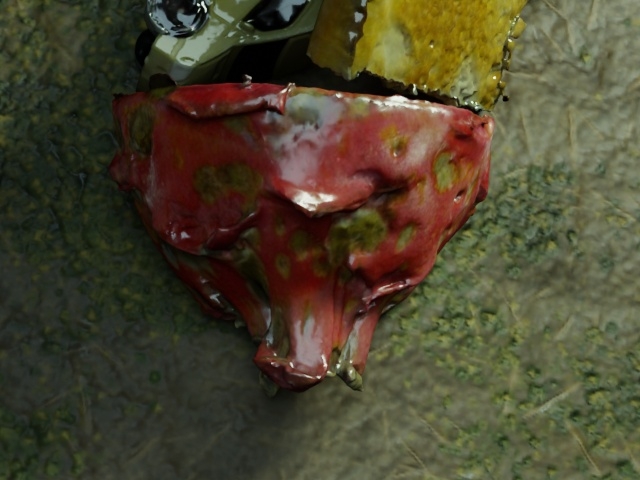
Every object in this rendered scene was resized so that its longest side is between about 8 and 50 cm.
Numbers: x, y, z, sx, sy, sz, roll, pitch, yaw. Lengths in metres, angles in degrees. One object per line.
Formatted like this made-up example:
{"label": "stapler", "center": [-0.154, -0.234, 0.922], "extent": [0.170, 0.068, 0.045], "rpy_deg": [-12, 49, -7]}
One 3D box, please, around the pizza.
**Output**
{"label": "pizza", "center": [0.093, -0.209, 1.315], "extent": [0.089, 0.223, 0.323], "rpy_deg": [20, 69, 31]}

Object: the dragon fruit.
{"label": "dragon fruit", "center": [0.000, 0.000, 1.254], "extent": [0.262, 0.134, 0.212], "rpy_deg": [0, 93, -14]}

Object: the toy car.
{"label": "toy car", "center": [-0.027, -0.189, 1.343], "extent": [0.124, 0.101, 0.257], "rpy_deg": [30, 71, 0]}
